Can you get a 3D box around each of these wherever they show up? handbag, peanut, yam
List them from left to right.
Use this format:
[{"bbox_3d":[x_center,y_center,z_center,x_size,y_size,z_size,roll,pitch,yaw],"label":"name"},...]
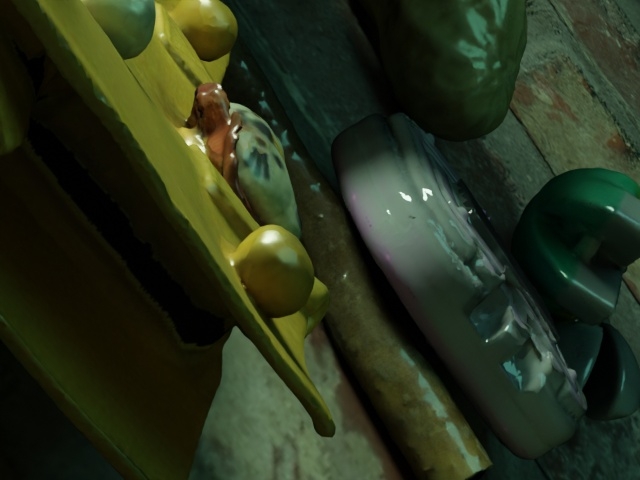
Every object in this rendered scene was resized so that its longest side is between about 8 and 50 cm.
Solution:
[{"bbox_3d":[-0.110,-0.090,0.771,0.283,0.133,0.401,55,8,-26],"label":"handbag"},{"bbox_3d":[0.000,0.000,1.037,0.327,0.045,0.045,60,-10,16],"label":"yam"},{"bbox_3d":[0.082,-0.200,1.362,0.111,0.125,0.274,20,42,-51],"label":"peanut"}]

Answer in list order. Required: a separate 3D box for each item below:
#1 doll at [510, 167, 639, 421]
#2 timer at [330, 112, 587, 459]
[{"bbox_3d":[0.213,0.003,1.260,0.153,0.195,0.258,28,32,-1],"label":"doll"},{"bbox_3d":[0.085,0.023,1.087,0.208,0.069,0.191,55,8,-25],"label":"timer"}]
